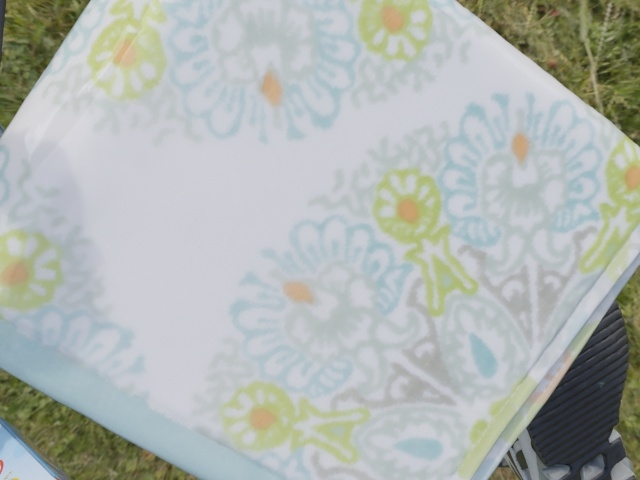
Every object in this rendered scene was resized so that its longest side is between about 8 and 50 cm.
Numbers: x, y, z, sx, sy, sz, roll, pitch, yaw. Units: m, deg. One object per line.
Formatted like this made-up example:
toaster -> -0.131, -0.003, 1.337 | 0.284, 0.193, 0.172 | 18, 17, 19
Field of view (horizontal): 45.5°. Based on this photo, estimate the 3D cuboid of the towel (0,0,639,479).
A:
towel -> 0.000, 0.000, 0.472 | 0.374, 0.090, 0.320 | 34, 90, -14

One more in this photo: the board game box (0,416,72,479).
board game box -> -0.433, 0.391, 0.915 | 0.308, 0.302, 0.086 | -52, 125, -20

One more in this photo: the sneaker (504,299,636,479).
sneaker -> 0.215, 0.155, 0.751 | 0.122, 0.146, 0.330 | -22, 118, -16

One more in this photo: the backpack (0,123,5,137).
backpack -> -0.476, -0.080, 0.860 | 0.213, 0.263, 0.276 | -36, 101, 23

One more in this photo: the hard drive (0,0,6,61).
hard drive -> -0.416, -0.215, 0.678 | 0.054, 0.254, 0.172 | 53, 138, 25

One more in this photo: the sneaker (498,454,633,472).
sneaker -> 0.359, 0.308, 1.157 | 0.106, 0.267, 0.101 | 0, 91, -36
